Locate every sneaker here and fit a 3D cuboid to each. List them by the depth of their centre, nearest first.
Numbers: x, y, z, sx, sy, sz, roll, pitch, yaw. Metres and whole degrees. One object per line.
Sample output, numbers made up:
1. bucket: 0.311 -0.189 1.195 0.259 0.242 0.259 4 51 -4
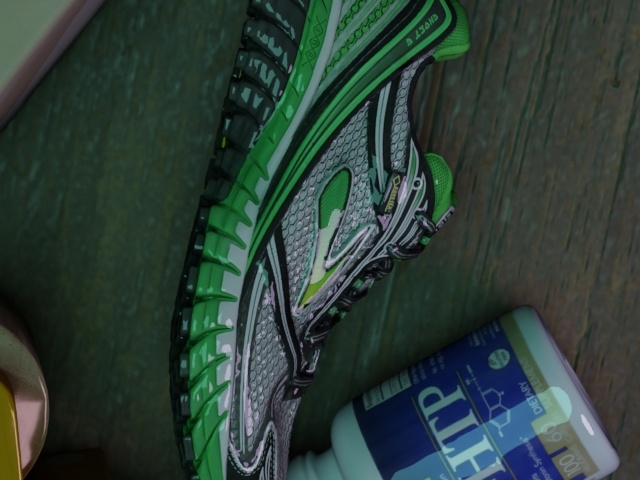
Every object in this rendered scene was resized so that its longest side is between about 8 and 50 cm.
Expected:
1. sneaker: 0.000 0.000 1.104 0.146 0.134 0.343 15 87 -4

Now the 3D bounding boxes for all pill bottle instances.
1. pill bottle: 0.069 0.128 1.148 0.187 0.112 0.112 -30 96 7

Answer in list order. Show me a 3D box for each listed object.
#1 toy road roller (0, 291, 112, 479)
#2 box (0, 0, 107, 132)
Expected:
1. toy road roller: -0.141 0.180 1.129 0.240 0.202 0.329 -7 100 -10
2. box: -0.159 -0.200 1.075 0.148 0.121 0.311 40 110 -2
